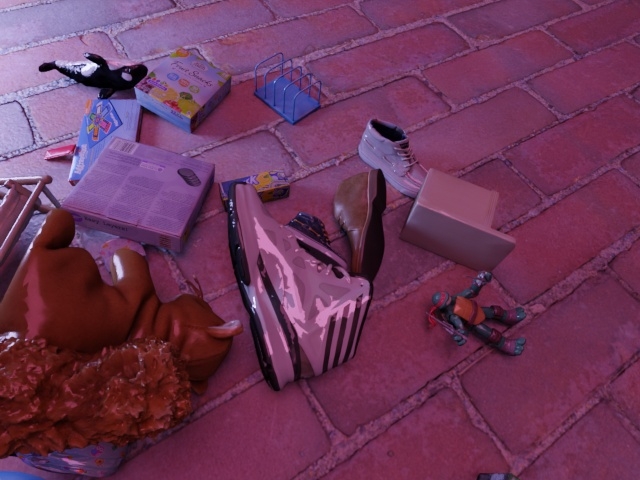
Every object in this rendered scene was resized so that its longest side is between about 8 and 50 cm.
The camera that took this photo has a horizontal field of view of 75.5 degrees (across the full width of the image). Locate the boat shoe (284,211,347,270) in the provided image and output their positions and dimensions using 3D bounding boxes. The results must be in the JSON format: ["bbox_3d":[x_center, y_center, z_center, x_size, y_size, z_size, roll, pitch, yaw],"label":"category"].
[{"bbox_3d":[0.000,0.000,0.973,0.183,0.065,0.083,33,59,11],"label":"boat shoe"}]

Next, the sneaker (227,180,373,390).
[{"bbox_3d":[-0.045,0.063,0.889,0.258,0.169,0.447,-12,71,-18],"label":"sneaker"}]

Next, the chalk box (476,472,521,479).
[{"bbox_3d":[0.296,0.516,0.669,0.132,0.132,0.213,34,63,13],"label":"chalk box"}]

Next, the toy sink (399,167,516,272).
[{"bbox_3d":[0.334,-0.048,0.990,0.234,0.152,0.131,23,60,8],"label":"toy sink"}]

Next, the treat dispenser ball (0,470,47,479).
[{"bbox_3d":[-0.456,0.457,0.524,0.288,0.288,0.288,3,60,-5],"label":"treat dispenser ball"}]

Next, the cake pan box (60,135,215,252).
[{"bbox_3d":[-0.408,-0.114,0.953,0.267,0.070,0.245,15,49,-7],"label":"cake pan box"}]

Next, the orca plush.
[{"bbox_3d":[-0.621,-0.441,1.138,0.287,0.151,0.102,5,91,-7],"label":"orca plush"}]

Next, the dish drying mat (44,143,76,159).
[{"bbox_3d":[-0.657,-0.224,1.042,0.083,0.008,0.032,-10,58,11],"label":"dish drying mat"}]

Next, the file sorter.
[{"bbox_3d":[-0.095,-0.446,1.198,0.170,0.104,0.118,41,63,17],"label":"file sorter"}]

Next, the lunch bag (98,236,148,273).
[{"bbox_3d":[-0.435,0.031,0.911,0.083,0.053,0.071,-23,66,-30],"label":"lunch bag"}]

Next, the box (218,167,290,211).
[{"bbox_3d":[-0.165,-0.127,1.033,0.169,0.054,0.059,-16,63,-15],"label":"box"}]

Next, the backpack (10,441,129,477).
[{"bbox_3d":[-0.415,0.329,0.700,0.182,0.152,0.115,12,75,-4],"label":"backpack"}]

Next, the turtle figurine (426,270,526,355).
[{"bbox_3d":[0.329,0.153,0.894,0.234,0.118,0.175,25,74,-9],"label":"turtle figurine"}]

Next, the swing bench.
[{"bbox_3d":[-0.690,-0.007,0.838,0.255,0.165,0.253,9,60,-1],"label":"swing bench"}]

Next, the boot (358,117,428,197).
[{"bbox_3d":[0.213,-0.217,1.089,0.258,0.123,0.095,36,62,14],"label":"boot"}]

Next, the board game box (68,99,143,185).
[{"bbox_3d":[-0.553,-0.262,1.082,0.145,0.027,0.281,-2,60,-10],"label":"board game box"}]

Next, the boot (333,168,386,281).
[{"bbox_3d":[0.090,-0.031,1.001,0.115,0.112,0.305,-5,60,24],"label":"boot"}]

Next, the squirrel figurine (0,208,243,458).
[{"bbox_3d":[-0.321,0.186,0.678,0.371,0.281,0.397,25,17,-30],"label":"squirrel figurine"}]

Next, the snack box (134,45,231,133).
[{"bbox_3d":[-0.379,-0.426,1.160,0.175,0.070,0.207,29,59,-1],"label":"snack box"}]
